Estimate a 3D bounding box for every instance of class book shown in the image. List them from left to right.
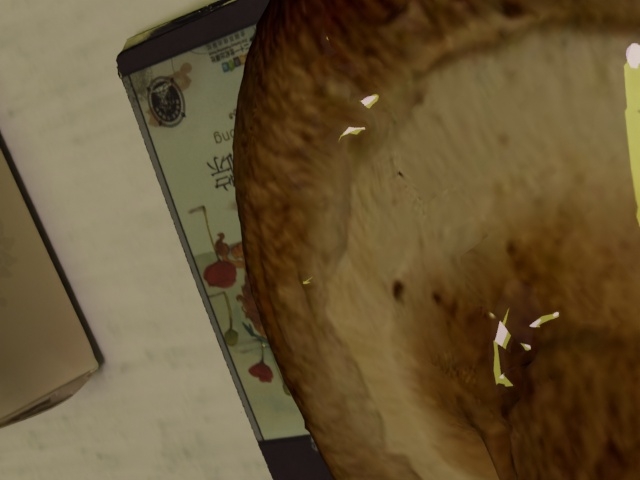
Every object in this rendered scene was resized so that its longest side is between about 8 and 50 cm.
[{"bbox_3d":[-0.001,0.000,0.711,0.157,0.026,0.231,-14,99,42],"label":"book"}]

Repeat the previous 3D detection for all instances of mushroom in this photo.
[{"bbox_3d":[0.121,0.003,0.505,0.345,0.239,0.345,2,96,22],"label":"mushroom"}]

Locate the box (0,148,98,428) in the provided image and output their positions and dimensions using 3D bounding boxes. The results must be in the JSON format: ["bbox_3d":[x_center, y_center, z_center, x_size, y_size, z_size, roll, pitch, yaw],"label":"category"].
[{"bbox_3d":[-0.244,0.036,0.878,0.212,0.095,0.168,-19,94,43],"label":"box"}]
